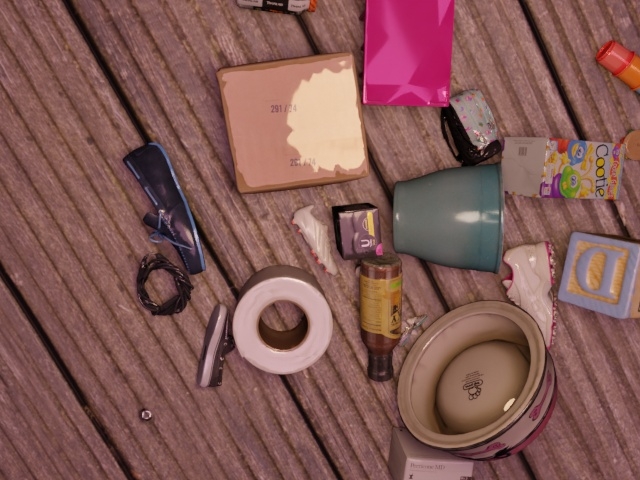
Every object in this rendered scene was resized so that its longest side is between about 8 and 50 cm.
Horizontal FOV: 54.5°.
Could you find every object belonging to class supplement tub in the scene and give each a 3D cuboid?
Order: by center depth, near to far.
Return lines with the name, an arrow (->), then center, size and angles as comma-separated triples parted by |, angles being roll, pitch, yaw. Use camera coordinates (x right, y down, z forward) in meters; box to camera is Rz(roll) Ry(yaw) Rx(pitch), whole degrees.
supplement tub -> -0.101, -0.604, 1.482 | 0.190, 0.117, 0.117 | 6, 98, -5

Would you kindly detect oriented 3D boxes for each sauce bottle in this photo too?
sauce bottle -> 0.156, 0.202, 1.613 | 0.111, 0.111, 0.344 | -4, 113, -4

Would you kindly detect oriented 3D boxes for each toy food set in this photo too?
toy food set -> 0.842, -0.255, 1.656 | 0.083, 0.020, 0.083 | -8, 99, -3

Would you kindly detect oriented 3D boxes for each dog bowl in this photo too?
dog bowl -> 0.395, 0.355, 1.539 | 0.408, 0.408, 0.150 | -44, 119, 3

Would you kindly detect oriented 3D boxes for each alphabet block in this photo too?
alphabet block -> 0.757, 0.086, 1.580 | 0.197, 0.193, 0.192 | 4, 100, -35

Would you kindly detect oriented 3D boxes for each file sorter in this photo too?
file sorter -> 0.192, -0.468, 1.492 | 0.202, 0.182, 0.290 | 0, 99, -6

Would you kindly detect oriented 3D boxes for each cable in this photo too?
cable -> -0.397, 0.121, 1.576 | 0.151, 0.047, 0.184 | 25, 122, 1

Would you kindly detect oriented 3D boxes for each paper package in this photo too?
paper package -> -0.064, -0.279, 1.503 | 0.325, 0.168, 0.309 | -9, 101, -1

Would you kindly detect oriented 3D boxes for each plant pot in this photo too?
plant pot -> 0.309, -0.054, 1.536 | 0.255, 0.271, 0.271 | 0, 99, 10

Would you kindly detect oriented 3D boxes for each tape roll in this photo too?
tape roll -> -0.096, 0.194, 1.575 | 0.246, 0.169, 0.246 | -1, 99, -4

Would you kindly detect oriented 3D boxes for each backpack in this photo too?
backpack -> 0.378, -0.285, 1.564 | 0.115, 0.152, 0.182 | -24, 87, -6

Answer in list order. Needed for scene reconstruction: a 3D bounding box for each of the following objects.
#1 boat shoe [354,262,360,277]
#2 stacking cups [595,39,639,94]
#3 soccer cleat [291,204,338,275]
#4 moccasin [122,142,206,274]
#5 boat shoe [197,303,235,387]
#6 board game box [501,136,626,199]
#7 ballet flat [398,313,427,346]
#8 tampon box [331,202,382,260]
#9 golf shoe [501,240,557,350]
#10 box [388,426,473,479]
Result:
boat shoe -> 0.153, 0.082, 1.644 | 0.125, 0.038, 0.046 | 2, 114, -3
stacking cups -> 0.852, -0.398, 1.608 | 0.316, 0.096, 0.096 | 31, 95, -4
soccer cleat -> 0.000, 0.000, 1.608 | 0.076, 0.068, 0.196 | -33, 97, -2
moccasin -> -0.387, -0.067, 1.542 | 0.117, 0.138, 0.342 | -22, 87, -15
boat shoe -> -0.262, 0.279, 1.626 | 0.076, 0.080, 0.228 | 11, 95, -23
board game box -> 0.598, -0.178, 1.540 | 0.275, 0.144, 0.142 | -1, 100, -28
ballet flat -> 0.239, 0.234, 1.675 | 0.041, 0.041, 0.114 | 40, 93, -9
tampon box -> 0.091, -0.026, 1.561 | 0.102, 0.161, 0.120 | -7, 99, -3
golf shoe -> 0.562, 0.150, 1.666 | 0.140, 0.115, 0.306 | -3, 103, 22
box -> 0.289, 0.594, 1.658 | 0.181, 0.182, 0.119 | 5, 99, -5
